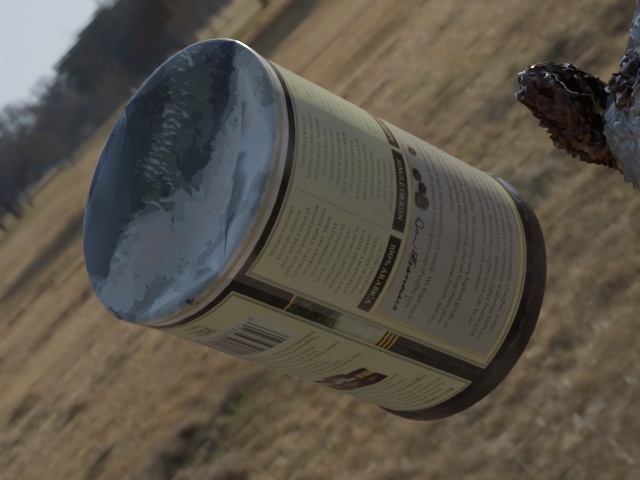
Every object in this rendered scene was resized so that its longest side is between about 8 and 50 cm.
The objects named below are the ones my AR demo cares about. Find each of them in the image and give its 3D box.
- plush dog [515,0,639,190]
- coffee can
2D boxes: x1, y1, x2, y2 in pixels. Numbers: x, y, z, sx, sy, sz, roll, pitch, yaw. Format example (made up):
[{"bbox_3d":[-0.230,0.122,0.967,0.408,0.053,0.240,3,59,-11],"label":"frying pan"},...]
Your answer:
[{"bbox_3d":[0.235,-0.114,0.786,0.262,0.210,0.225,8,64,59],"label":"plush dog"},{"bbox_3d":[0.000,0.000,1.036,0.201,0.275,0.202,-23,56,39],"label":"coffee can"}]
